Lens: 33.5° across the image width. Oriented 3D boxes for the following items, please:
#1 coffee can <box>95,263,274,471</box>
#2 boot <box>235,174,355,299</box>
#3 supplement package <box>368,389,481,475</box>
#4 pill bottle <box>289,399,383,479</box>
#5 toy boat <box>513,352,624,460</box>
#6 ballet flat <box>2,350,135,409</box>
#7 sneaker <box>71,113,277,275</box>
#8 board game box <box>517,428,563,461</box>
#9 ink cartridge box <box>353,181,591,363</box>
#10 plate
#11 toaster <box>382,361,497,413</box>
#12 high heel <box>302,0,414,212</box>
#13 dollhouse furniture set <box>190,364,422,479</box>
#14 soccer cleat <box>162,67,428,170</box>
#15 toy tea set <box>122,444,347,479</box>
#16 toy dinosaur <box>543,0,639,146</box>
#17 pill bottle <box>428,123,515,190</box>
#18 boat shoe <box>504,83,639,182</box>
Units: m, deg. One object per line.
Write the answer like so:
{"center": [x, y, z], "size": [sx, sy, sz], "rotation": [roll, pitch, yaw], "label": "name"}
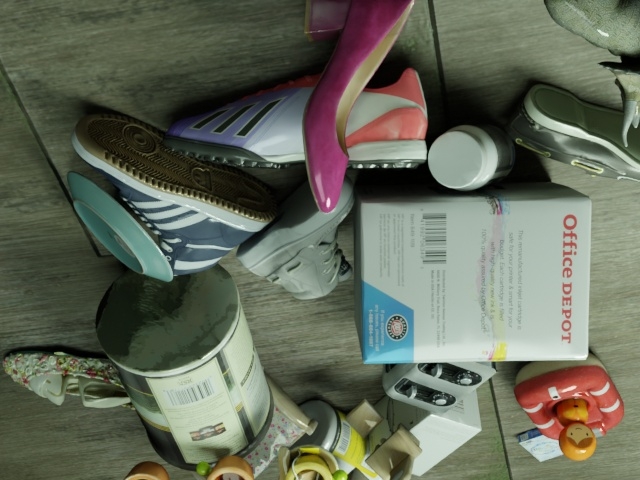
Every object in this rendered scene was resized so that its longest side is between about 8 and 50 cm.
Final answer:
{"center": [-0.188, 0.180, 1.540], "size": [0.201, 0.201, 0.275], "rotation": [-6, 140, 5], "label": "coffee can"}
{"center": [0.000, 0.000, 1.377], "size": [0.123, 0.095, 0.258], "rotation": [35, 149, -16], "label": "boot"}
{"center": [0.169, 0.300, 1.773], "size": [0.105, 0.105, 0.179], "rotation": [19, 135, -24], "label": "supplement package"}
{"center": [0.039, 0.368, 1.840], "size": [0.119, 0.119, 0.208], "rotation": [-28, 133, 28], "label": "pill bottle"}
{"center": [0.408, 0.284, 1.727], "size": [0.151, 0.151, 0.231], "rotation": [-20, 137, 20], "label": "toy boat"}
{"center": [-0.383, 0.223, 1.682], "size": [0.241, 0.077, 0.091], "rotation": [5, 141, -8], "label": "ballet flat"}
{"center": [-0.210, -0.048, 1.345], "size": [0.282, 0.099, 0.153], "rotation": [24, 133, -31], "label": "sneaker"}
{"center": [0.417, 0.363, 1.925], "size": [0.090, 0.020, 0.090], "rotation": [-24, 135, 24], "label": "board game box"}
{"center": [0.180, 0.033, 1.325], "size": [0.270, 0.197, 0.198], "rotation": [-1, 98, -1], "label": "ink cartridge box"}
{"center": [-0.261, -0.011, 1.348], "size": [0.024, 0.188, 0.188], "rotation": [-45, 142, -19], "label": "plate"}
{"center": [0.173, 0.133, 1.530], "size": [0.110, 0.186, 0.168], "rotation": [16, 145, -17], "label": "toaster"}
{"center": [0.043, -0.152, 1.150], "size": [0.117, 0.244, 0.082], "rotation": [0, 175, 8], "label": "high heel"}
{"center": [-0.073, 0.312, 1.651], "size": [0.355, 0.174, 0.303], "rotation": [45, 104, 0], "label": "dollhouse furniture set"}
{"center": [-0.031, -0.143, 1.253], "size": [0.318, 0.116, 0.108], "rotation": [2, -179, 15], "label": "soccer cleat"}
{"center": [-0.127, 0.402, 1.500], "size": [0.336, 0.124, 0.200], "rotation": [-3, 105, 2], "label": "toy tea set"}
{"center": [0.280, -0.249, 1.073], "size": [0.121, 0.160, 0.313], "rotation": [-30, 134, 29], "label": "toy dinosaur"}
{"center": [0.179, -0.099, 1.262], "size": [0.078, 0.078, 0.137], "rotation": [-23, 177, 24], "label": "pill bottle"}
{"center": [0.335, -0.118, 1.300], "size": [0.227, 0.081, 0.069], "rotation": [21, 138, -15], "label": "boat shoe"}
